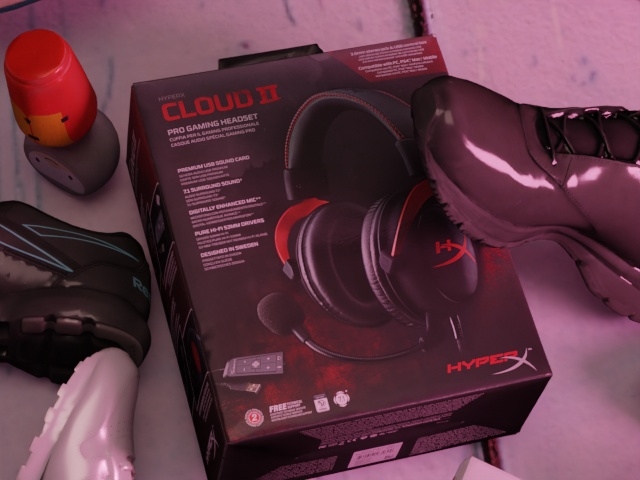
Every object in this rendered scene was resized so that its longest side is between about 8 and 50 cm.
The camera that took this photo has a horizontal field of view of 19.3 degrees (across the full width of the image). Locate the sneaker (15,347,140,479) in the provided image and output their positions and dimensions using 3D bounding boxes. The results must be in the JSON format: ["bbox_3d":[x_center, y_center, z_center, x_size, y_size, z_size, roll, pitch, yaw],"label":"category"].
[{"bbox_3d":[-0.148,0.184,1.188,0.095,0.090,0.235,15,77,10],"label":"sneaker"}]

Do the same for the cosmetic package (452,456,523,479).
[{"bbox_3d":[0.214,0.293,1.075,0.385,0.217,0.156,22,66,11],"label":"cosmetic package"}]

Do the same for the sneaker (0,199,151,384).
[{"bbox_3d":[-0.243,0.029,1.268,0.267,0.101,0.106,9,51,-4],"label":"sneaker"}]

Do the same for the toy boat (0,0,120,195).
[{"bbox_3d":[-0.214,-0.187,1.342,0.267,0.148,0.318,-17,60,-3],"label":"toy boat"}]

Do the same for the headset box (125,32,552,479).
[{"bbox_3d":[0.000,0.000,1.255,0.218,0.110,0.293,-10,65,-13],"label":"headset box"}]

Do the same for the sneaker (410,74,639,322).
[{"bbox_3d":[0.174,-0.047,1.205,0.286,0.130,0.109,23,47,-39],"label":"sneaker"}]
